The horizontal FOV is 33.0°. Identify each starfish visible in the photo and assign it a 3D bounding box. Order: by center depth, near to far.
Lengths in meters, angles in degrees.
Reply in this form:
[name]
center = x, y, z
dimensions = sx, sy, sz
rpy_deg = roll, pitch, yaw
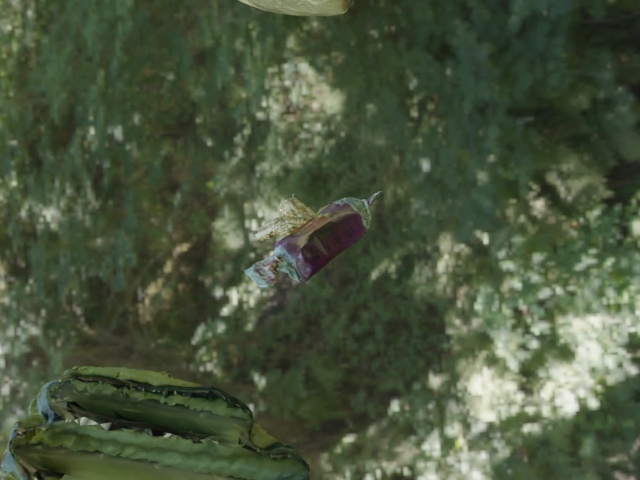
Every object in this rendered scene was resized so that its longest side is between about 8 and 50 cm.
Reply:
[starfish]
center = -0.012, -0.025, 1.370
dimensions = 0.209, 0.150, 0.053
rpy_deg = -61, -41, -77

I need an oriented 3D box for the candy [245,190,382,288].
[candy]
center = 0.000, 0.000, 1.021
dimensions = 0.045, 0.175, 0.043
rpy_deg = 6, 126, 53

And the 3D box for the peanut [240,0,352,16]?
[peanut]
center = -0.053, -0.243, 0.705
dimensions = 0.274, 0.111, 0.125
rpy_deg = 53, 168, 33

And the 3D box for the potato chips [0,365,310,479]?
[potato chips]
center = -0.164, 0.314, 1.084
dimensions = 0.070, 0.429, 0.358
rpy_deg = 22, 94, 55
